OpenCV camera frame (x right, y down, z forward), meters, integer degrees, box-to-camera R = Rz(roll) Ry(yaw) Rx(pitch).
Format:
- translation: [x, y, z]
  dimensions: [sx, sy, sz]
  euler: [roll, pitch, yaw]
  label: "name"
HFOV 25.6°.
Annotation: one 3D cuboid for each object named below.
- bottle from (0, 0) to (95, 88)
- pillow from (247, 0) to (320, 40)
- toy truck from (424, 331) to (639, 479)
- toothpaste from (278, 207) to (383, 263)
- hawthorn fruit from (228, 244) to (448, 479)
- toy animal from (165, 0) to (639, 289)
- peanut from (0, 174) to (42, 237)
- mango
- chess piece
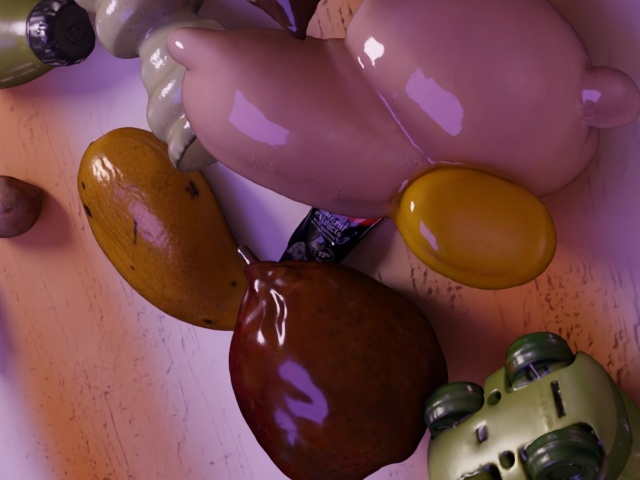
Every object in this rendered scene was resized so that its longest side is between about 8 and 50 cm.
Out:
- translation: [-0.346, -0.216, 1.497]
  dimensions: [0.260, 0.112, 0.112]
  euler: [3, 118, 40]
  label: "bottle"
- translation: [-0.046, -0.346, 1.058]
  dimensions: [0.308, 0.305, 0.108]
  euler: [35, 175, 17]
  label: "pillow"
- translation: [0.210, 0.187, 1.248]
  dimensions: [0.210, 0.148, 0.187]
  euler: [18, 133, -27]
  label: "toy truck"
- translation: [0.000, 0.000, 1.390]
  dimensions: [0.071, 0.045, 0.193]
  euler: [46, 130, 8]
  label: "toothpaste"
- translation: [-0.004, 0.108, 1.339]
  dimensions: [0.248, 0.208, 0.208]
  euler: [51, 137, -8]
  label: "hawthorn fruit"
- translation: [0.079, -0.128, 1.133]
  dimensions: [0.345, 0.277, 0.247]
  euler: [27, 102, 12]
  label: "toy animal"
- translation: [-0.392, -0.038, 1.680]
  dimensions: [0.152, 0.076, 0.076]
  euler: [-8, 110, 41]
  label: "peanut"
- translation: [-0.158, -0.001, 1.474]
  dimensions: [0.262, 0.109, 0.157]
  euler: [52, 133, 0]
  label: "mango"
- translation: [-0.150, -0.205, 1.331]
  dimensions: [0.251, 0.144, 0.144]
  euler: [54, 137, 9]
  label: "chess piece"
